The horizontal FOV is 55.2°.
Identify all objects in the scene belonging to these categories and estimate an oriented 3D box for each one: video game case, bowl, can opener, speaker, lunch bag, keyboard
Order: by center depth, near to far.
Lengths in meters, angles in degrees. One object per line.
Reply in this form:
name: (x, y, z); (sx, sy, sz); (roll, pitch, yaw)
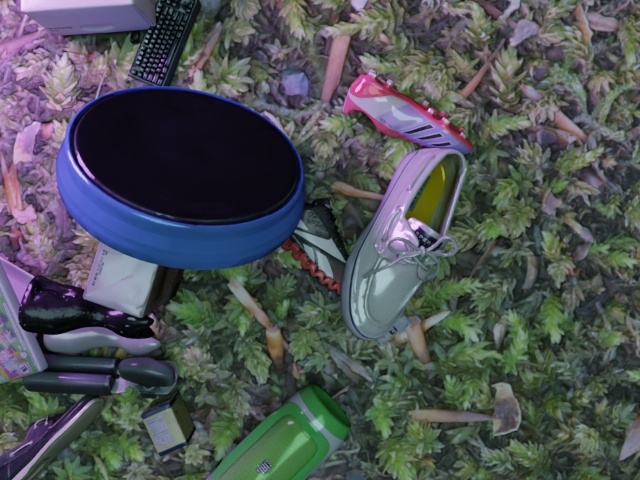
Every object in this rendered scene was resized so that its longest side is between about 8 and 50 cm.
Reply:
bowl: (-0.208, -0.119, 0.973); (0.391, 0.391, 0.077); (20, 130, -1)
video game case: (-0.600, 0.155, 1.086); (0.193, 0.023, 0.212); (-18, 98, 22)
speaker: (-0.086, 0.401, 1.109); (0.296, 0.131, 0.131); (-44, 92, 1)
can opener: (-0.398, 0.237, 1.118); (0.281, 0.074, 0.093); (0, 132, 2)
keyboard: (-0.302, -0.379, 1.127); (0.108, 0.023, 0.180); (22, 91, -1)
lunch bag: (0.119, 0.144, 1.138); (0.071, 0.053, 0.083); (-33, 100, 1)

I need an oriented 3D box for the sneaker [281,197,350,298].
sneaker: (0.000, 0.000, 1.107); (0.276, 0.097, 0.135); (42, 94, -1)

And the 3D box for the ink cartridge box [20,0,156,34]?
ink cartridge box: (-0.404, -0.515, 1.064); (0.199, 0.115, 0.272); (-3, 90, 4)

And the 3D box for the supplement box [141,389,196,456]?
supplement box: (-0.277, 0.334, 1.124); (0.056, 0.083, 0.083); (-23, 93, 0)

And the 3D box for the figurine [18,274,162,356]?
figurine: (-0.382, 0.151, 1.069); (0.210, 0.215, 0.092); (11, 65, -2)

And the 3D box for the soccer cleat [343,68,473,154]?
soccer cleat: (0.160, -0.216, 1.118); (0.248, 0.083, 0.095); (31, 114, -4)

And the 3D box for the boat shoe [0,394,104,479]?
boat shoe: (-0.503, 0.357, 1.126); (0.233, 0.084, 0.079); (-42, 74, -2)

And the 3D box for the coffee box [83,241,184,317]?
coffee box: (-0.293, 0.031, 1.031); (0.098, 0.246, 0.141); (19, 92, -3)

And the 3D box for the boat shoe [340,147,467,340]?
boat shoe: (0.162, 0.004, 1.043); (0.136, 0.156, 0.367); (32, 77, -22)

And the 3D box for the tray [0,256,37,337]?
tray: (-0.629, 0.090, 1.138); (0.270, 0.030, 0.145); (30, 91, -2)
